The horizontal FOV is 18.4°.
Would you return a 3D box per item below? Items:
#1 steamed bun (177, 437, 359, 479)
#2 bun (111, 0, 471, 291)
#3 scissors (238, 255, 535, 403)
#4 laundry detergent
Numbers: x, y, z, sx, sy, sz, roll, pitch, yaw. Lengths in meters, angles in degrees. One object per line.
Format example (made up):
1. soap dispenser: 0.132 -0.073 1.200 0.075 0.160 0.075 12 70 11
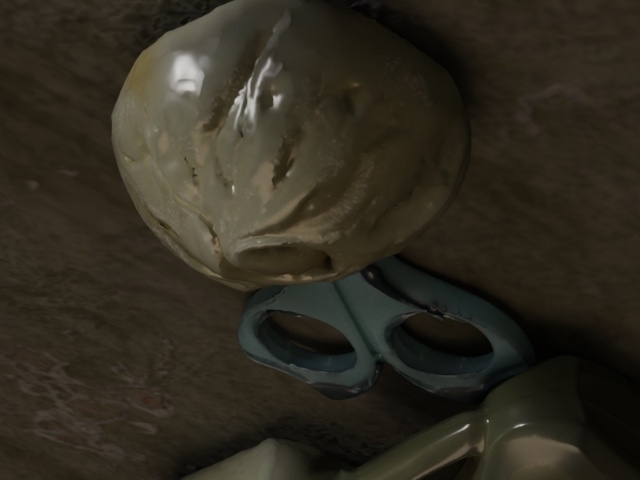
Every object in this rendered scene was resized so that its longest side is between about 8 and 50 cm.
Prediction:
1. steamed bun: -0.006 0.311 1.438 0.290 0.272 0.273 17 150 -14
2. bun: -0.019 -0.034 0.979 0.183 0.102 0.183 2 140 1
3. scissors: 0.000 0.001 1.131 0.191 0.029 0.360 2 149 23
4. laundry detergent: 0.097 0.171 1.253 0.253 0.091 0.181 -31 138 28
